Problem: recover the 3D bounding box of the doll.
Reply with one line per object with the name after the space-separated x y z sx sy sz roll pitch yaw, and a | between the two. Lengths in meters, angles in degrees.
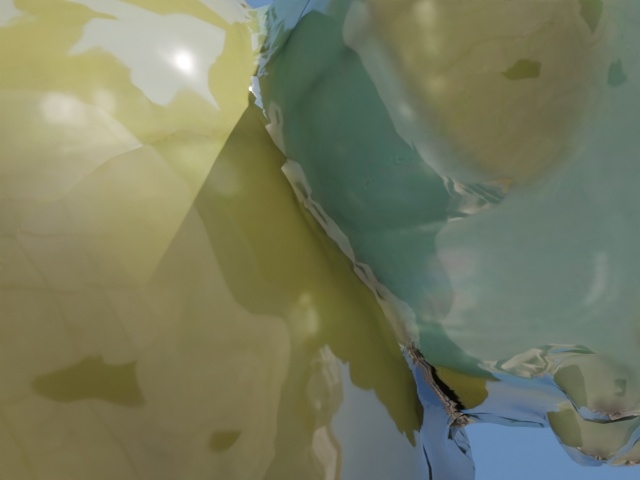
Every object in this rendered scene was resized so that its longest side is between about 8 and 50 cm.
0.000 0.000 0.386 0.261 0.177 0.161 -24 -107 7 | doll
